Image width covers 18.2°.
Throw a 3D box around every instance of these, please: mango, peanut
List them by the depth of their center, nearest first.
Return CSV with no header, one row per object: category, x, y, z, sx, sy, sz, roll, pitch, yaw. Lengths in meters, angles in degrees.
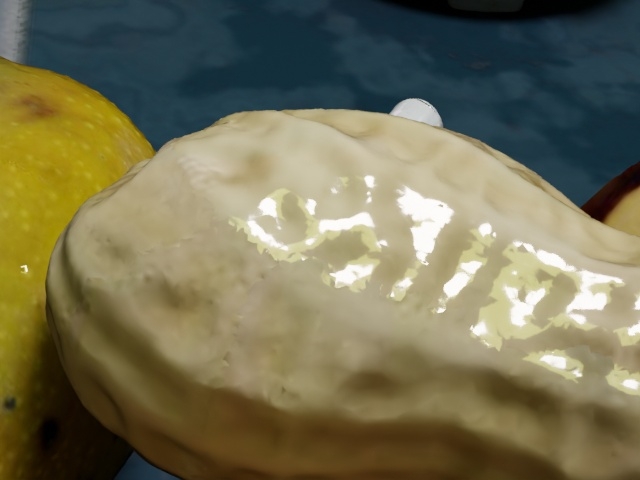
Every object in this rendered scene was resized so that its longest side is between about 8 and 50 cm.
peanut,0.069,0.035,0.591,0.298,0.120,0.136,15,48,4
mango,-0.143,0.059,0.653,0.176,0.176,0.329,3,40,11

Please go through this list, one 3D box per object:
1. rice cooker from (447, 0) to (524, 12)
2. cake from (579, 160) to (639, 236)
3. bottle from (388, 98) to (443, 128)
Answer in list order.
rice cooker,0.092,-0.269,1.072,0.280,0.227,0.241,-24,50,-36
cake,0.183,0.067,0.723,0.185,0.207,0.178,-5,49,-37
bottle,0.000,0.000,0.852,0.060,0.060,0.217,24,42,15
